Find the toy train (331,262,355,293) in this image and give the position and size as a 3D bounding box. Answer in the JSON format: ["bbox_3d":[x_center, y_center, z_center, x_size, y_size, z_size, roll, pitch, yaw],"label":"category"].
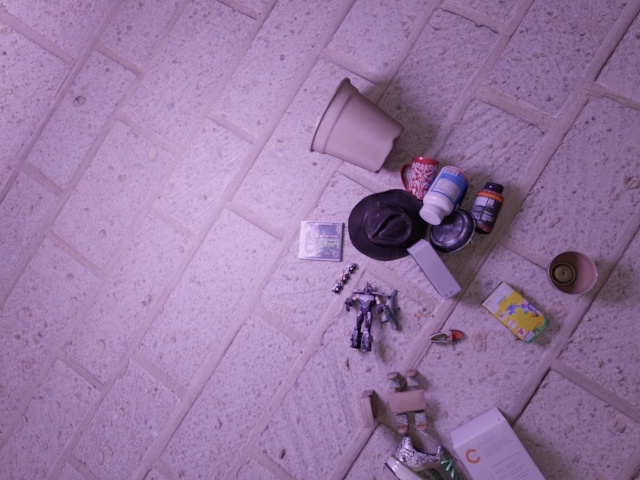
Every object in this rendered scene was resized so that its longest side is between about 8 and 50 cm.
[{"bbox_3d":[0.100,0.159,1.764,0.036,0.027,0.158,37,93,25],"label":"toy train"}]

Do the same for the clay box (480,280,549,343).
[{"bbox_3d":[0.754,0.280,1.590,0.222,0.053,0.127,44,94,12],"label":"clay box"}]

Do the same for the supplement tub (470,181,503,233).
[{"bbox_3d":[0.662,-0.131,1.632,0.105,0.106,0.198,22,88,14],"label":"supplement tub"}]

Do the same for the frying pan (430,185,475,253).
[{"bbox_3d":[0.554,-0.098,1.629,0.326,0.053,0.197,-58,36,4],"label":"frying pan"}]

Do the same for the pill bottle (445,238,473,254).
[{"bbox_3d":[0.551,0.013,1.660,0.116,0.065,0.065,-25,79,9],"label":"pill bottle"}]

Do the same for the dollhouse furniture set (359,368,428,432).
[{"bbox_3d":[0.287,0.639,1.595,0.241,0.161,0.213,-12,81,11],"label":"dollhouse furniture set"}]

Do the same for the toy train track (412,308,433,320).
[{"bbox_3d":[0.420,0.307,1.681,0.083,0.014,0.048,1,84,12],"label":"toy train track"}]

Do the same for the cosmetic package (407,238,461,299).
[{"bbox_3d":[0.447,0.111,1.614,0.085,0.117,0.231,-35,97,5],"label":"cosmetic package"}]

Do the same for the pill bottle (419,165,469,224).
[{"bbox_3d":[0.487,-0.176,1.627,0.124,0.124,0.222,31,74,14],"label":"pill bottle"}]

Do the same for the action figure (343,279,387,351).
[{"bbox_3d":[0.185,0.306,1.684,0.185,0.099,0.286,1,79,36],"label":"action figure"}]

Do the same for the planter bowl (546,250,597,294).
[{"bbox_3d":[0.931,0.124,1.540,0.161,0.109,0.162,-2,83,13],"label":"planter bowl"}]

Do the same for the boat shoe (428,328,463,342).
[{"bbox_3d":[0.503,0.386,1.639,0.136,0.043,0.049,-9,80,10],"label":"boat shoe"}]

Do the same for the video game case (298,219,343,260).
[{"bbox_3d":[0.000,0.000,1.806,0.190,0.022,0.174,3,84,13],"label":"video game case"}]

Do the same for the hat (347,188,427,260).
[{"bbox_3d":[0.274,-0.044,1.650,0.330,0.134,0.332,1,108,4],"label":"hat"}]

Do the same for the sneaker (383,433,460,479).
[{"bbox_3d":[0.458,0.878,1.547,0.409,0.158,0.182,23,77,11],"label":"sneaker"}]

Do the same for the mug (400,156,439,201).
[{"bbox_3d":[0.414,-0.252,1.718,0.113,0.150,0.170,11,90,-24],"label":"mug"}]

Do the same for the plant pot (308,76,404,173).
[{"bbox_3d":[0.163,-0.445,1.694,0.305,0.334,0.334,30,90,3],"label":"plant pot"}]

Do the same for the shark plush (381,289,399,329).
[{"bbox_3d":[0.298,0.289,1.707,0.067,0.073,0.162,11,64,-6],"label":"shark plush"}]

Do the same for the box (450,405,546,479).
[{"bbox_3d":[0.665,0.831,1.486,0.214,0.168,0.346,-33,78,7],"label":"box"}]
